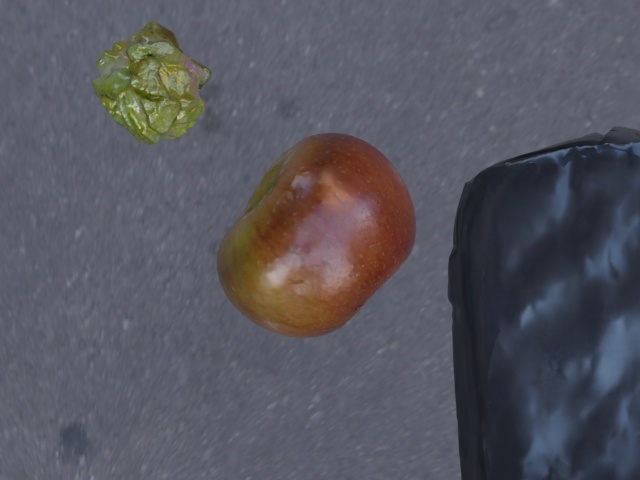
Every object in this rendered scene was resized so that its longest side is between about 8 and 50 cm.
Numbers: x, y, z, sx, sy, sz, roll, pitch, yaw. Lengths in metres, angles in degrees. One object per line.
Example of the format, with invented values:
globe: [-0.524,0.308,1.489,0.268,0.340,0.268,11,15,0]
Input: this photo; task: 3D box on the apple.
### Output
apple: [0.000,0.000,1.585,0.173,0.210,0.235,40,70,-9]

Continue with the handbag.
handbag: [0.153,0.075,0.704,0.181,0.181,0.254,-7,88,14]

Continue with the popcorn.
popcorn: [-0.201,-0.185,1.786,0.125,0.145,0.126,29,112,-30]
